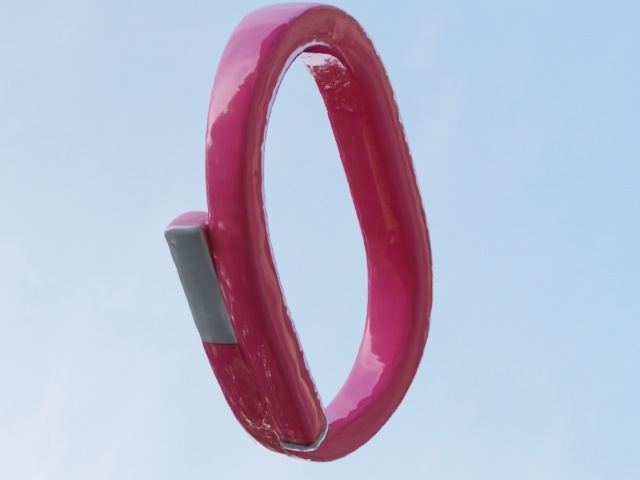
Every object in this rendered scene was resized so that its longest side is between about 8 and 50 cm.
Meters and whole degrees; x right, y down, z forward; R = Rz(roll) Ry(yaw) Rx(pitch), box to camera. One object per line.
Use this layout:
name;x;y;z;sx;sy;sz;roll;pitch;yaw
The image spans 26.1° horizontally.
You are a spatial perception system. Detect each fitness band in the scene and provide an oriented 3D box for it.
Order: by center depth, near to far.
fitness band;0.000;0.000;0.828;0.209;0.054;0.291;-53;-43;-44
